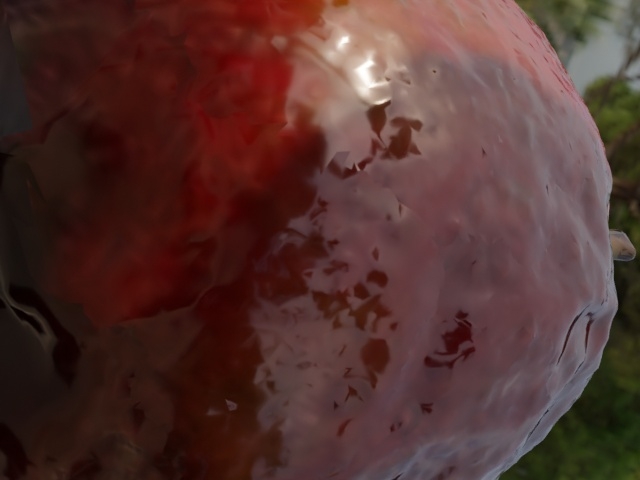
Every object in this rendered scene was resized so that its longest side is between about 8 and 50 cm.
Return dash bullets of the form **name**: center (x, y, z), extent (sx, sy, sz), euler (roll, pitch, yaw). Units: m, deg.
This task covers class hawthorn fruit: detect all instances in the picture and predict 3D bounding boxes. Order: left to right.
- **hawthorn fruit**: center (0.000, 0.000, 0.480), extent (0.266, 0.210, 0.230), euler (-11, 141, -35)
